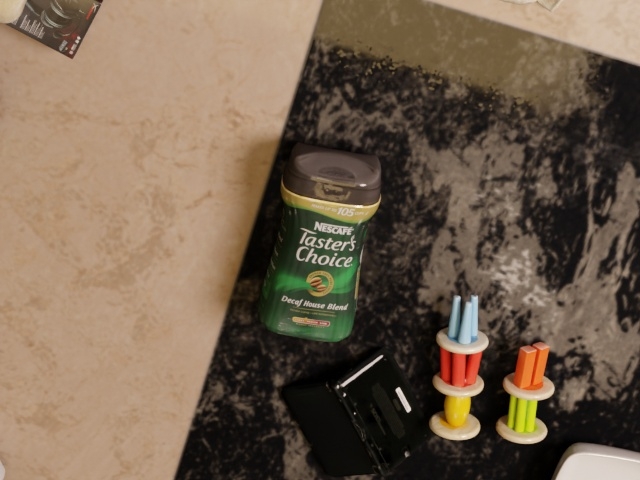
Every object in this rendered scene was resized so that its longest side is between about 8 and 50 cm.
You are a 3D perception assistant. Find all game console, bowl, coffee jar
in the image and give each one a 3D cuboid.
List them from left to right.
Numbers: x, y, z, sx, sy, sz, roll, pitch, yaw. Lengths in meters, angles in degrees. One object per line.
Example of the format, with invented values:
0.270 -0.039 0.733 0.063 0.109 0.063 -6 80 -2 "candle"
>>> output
0.000 0.000 1.392 0.096 0.079 0.184 9 114 -4 "coffee jar"
0.039 0.178 1.511 0.107 0.071 0.122 -35 114 -17 "game console"
0.301 0.275 1.532 0.142 0.053 0.142 12 113 -5 "bowl"

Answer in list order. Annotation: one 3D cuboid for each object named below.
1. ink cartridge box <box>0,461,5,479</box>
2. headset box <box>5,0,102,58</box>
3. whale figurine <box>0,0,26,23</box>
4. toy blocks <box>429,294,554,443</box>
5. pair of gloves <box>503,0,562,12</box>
-0.474 0.181 1.455 0.201 0.117 0.278 -20 113 9 "ink cartridge box"
-0.246 -0.213 1.321 0.083 0.032 0.062 28 112 -14 "headset box"
-0.342 -0.284 1.208 0.272 0.141 0.216 22 122 -43 "whale figurine"
0.175 0.126 1.464 0.123 0.054 0.148 3 114 0 "toy blocks"
0.184 -0.325 1.264 0.204 0.042 0.240 29 112 -13 "pair of gloves"
